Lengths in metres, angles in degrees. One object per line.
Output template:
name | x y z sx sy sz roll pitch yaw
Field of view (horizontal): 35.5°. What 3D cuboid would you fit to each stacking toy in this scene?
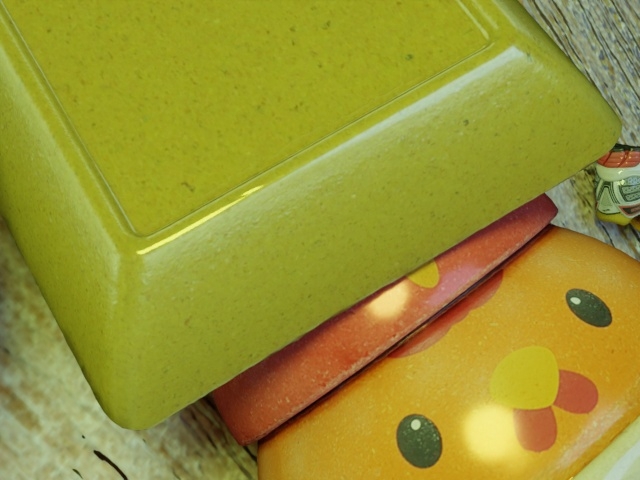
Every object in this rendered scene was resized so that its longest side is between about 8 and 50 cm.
stacking toy | 0.000 0.000 0.682 0.351 0.350 0.480 -36 85 -38

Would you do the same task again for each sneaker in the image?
sneaker | 0.367 -0.053 1.091 0.225 0.088 0.092 2 99 -38

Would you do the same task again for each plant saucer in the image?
plant saucer | -0.049 -0.118 0.574 0.333 0.081 0.332 -30 67 -10
